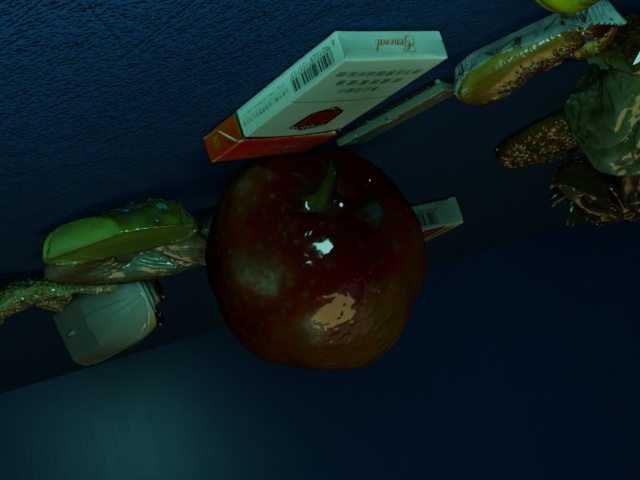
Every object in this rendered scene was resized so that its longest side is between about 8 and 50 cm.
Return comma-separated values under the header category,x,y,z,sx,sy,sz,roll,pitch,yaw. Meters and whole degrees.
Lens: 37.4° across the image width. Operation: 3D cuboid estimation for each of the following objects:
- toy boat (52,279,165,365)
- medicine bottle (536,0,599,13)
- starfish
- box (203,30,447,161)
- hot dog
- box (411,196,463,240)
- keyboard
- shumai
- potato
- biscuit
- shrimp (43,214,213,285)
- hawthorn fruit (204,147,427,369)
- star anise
category,x,y,z,sx,sy,sz,roll,pitch,yaw
toy boat,-0.344,0.121,1.596,0.269,0.140,0.141,-27,168,36
medicine bottle,0.273,-0.253,0.705,0.095,0.064,0.261,-12,170,-45
starfish,-0.467,0.096,1.420,0.299,0.060,0.302,-16,179,29
box,-0.002,-0.142,0.953,0.139,0.035,0.245,-11,168,-40
hot dog,0.229,-0.197,1.008,0.191,0.059,0.108,-26,173,31
box,0.118,0.004,2.022,0.214,0.069,0.353,-13,172,-31
keyboard,0.091,-0.153,1.136,0.166,0.017,0.055,-25,173,39
shumai,0.363,-0.180,1.078,0.206,0.166,0.176,-46,154,15
potato,-0.254,-0.015,1.188,0.198,0.054,0.119,-15,170,12
biscuit,0.435,-0.181,1.568,0.305,0.038,0.305,-17,171,-3
shrimp,-0.229,0.009,1.318,0.317,0.077,0.168,-15,169,-1
hawthorn fruit,0.000,0.000,1.157,0.285,0.284,0.369,-16,152,-10
star anise,0.495,-0.098,1.687,0.238,0.148,0.346,4,174,-9
